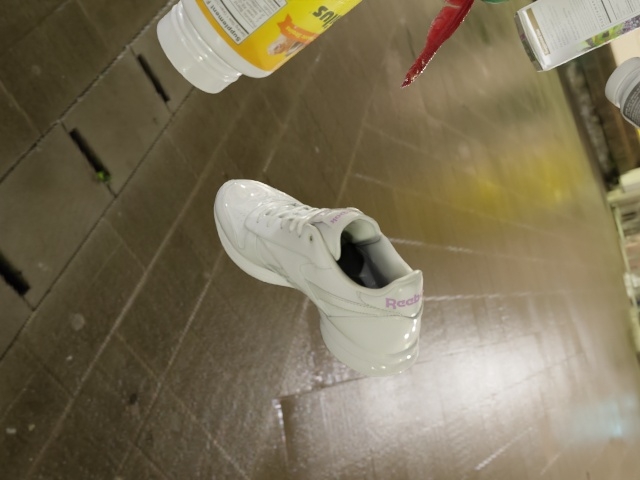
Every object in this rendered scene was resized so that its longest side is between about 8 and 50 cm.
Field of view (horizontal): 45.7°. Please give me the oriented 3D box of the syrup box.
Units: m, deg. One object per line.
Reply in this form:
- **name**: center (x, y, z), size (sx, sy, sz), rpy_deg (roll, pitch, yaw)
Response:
- **syrup box**: center (0.394, -0.324, 1.044), size (0.096, 0.237, 0.093), rpy_deg (64, 14, -5)

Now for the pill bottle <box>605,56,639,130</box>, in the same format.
- **pill bottle**: center (0.425, -0.166, 0.943), size (0.078, 0.078, 0.137), rpy_deg (37, 14, -51)

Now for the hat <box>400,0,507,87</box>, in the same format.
- **hat**: center (0.210, -0.280, 0.869), size (0.173, 0.208, 0.183), rpy_deg (-13, 105, -24)

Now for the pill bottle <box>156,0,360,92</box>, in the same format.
- **pill bottle**: center (-0.039, -0.223, 0.659), size (0.117, 0.215, 0.117), rpy_deg (42, 28, -29)

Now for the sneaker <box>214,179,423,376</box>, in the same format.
- **sneaker**: center (0.000, 0.000, 0.800), size (0.114, 0.305, 0.152), rpy_deg (-27, 142, -34)
